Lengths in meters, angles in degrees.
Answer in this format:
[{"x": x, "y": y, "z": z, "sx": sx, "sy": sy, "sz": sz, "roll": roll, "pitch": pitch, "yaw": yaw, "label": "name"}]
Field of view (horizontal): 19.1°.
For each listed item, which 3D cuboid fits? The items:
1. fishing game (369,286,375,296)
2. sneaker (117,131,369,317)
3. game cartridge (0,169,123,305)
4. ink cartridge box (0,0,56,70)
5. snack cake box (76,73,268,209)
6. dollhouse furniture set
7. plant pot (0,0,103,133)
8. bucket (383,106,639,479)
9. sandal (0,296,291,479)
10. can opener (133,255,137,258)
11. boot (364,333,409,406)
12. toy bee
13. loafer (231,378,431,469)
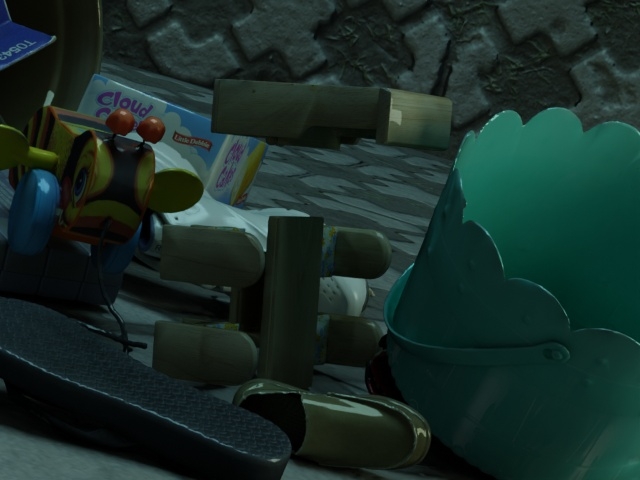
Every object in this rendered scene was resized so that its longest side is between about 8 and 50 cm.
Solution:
[{"x": -0.077, "y": 0.005, "z": 1.979, "sx": 0.264, "sy": 0.041, "sz": 0.189, "roll": 22, "pitch": 5, "yaw": -18, "label": "fishing game"}, {"x": -0.098, "y": 0.010, "z": 1.729, "sx": 0.297, "sy": 0.111, "sz": 0.129, "roll": 25, "pitch": 20, "yaw": 7, "label": "sneaker"}, {"x": -0.337, "y": -0.030, "z": 1.711, "sx": 0.230, "sy": 0.068, "sz": 0.355, "roll": 15, "pitch": 11, "yaw": -31, "label": "game cartridge"}, {"x": -0.507, "y": -0.222, "z": 2.007, "sx": 0.330, "sy": 0.071, "sz": 0.324, "roll": 20, "pitch": 38, "yaw": 32, "label": "ink cartridge box"}, {"x": -0.155, "y": -0.097, "z": 1.976, "sx": 0.152, "sy": 0.089, "sz": 0.264, "roll": 24, "pitch": 2, "yaw": 6, "label": "snack cake box"}, {"x": 0.000, "y": 0.000, "z": 1.501, "sx": 0.161, "sy": 0.242, "sz": 0.212, "roll": 6, "pitch": 3, "yaw": 29, "label": "dollhouse furniture set"}, {"x": -0.459, "y": -0.266, "z": 2.326, "sx": 0.280, "sy": 0.323, "sz": 0.323, "roll": 2, "pitch": 4, "yaw": 21, "label": "plant pot"}, {"x": 0.190, "y": 0.049, "z": 1.449, "sx": 0.281, "sy": 0.183, "sz": 0.281, "roll": 17, "pitch": 36, "yaw": -13, "label": "bucket"}, {"x": -0.145, "y": 0.110, "z": 1.262, "sx": 0.254, "sy": 0.054, "sz": 0.097, "roll": 26, "pitch": 18, "yaw": 8, "label": "sandal"}, {"x": -0.207, "y": -0.019, "z": 1.916, "sx": 0.186, "sy": 0.059, "sz": 0.073, "roll": 37, "pitch": -6, "yaw": 42, "label": "can opener"}, {"x": 0.118, "y": 0.095, "z": 1.594, "sx": 0.178, "sy": 0.085, "sz": 0.236, "roll": 11, "pitch": 21, "yaw": -23, "label": "boot"}, {"x": -0.171, "y": -0.045, "z": 1.532, "sx": 0.195, "sy": 0.162, "sz": 0.298, "roll": 3, "pitch": 30, "yaw": -45, "label": "toy bee"}, {"x": 0.003, "y": 0.133, "z": 1.334, "sx": 0.148, "sy": 0.056, "sz": 0.050, "roll": 7, "pitch": 7, "yaw": 16, "label": "loafer"}]
